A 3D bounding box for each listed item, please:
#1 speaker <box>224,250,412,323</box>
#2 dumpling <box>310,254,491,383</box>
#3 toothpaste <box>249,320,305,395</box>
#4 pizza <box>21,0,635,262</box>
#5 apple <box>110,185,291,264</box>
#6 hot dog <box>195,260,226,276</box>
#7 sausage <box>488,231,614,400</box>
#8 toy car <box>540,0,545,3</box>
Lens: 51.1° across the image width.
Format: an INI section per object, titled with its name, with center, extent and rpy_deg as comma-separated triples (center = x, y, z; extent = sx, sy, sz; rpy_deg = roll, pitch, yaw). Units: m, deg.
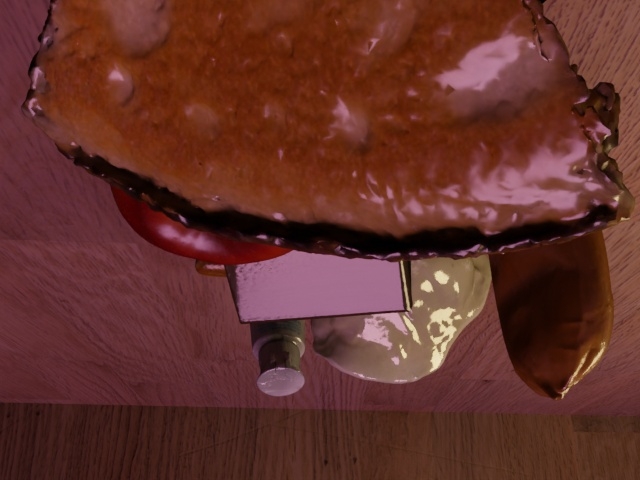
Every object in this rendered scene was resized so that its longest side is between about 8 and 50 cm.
[speaker]
center = 0.000, 0.000, 0.894
extent = 0.231, 0.153, 0.192
rpy_deg = -6, 120, 10
[dumpling]
center = 0.130, 0.098, 1.057
extent = 0.318, 0.243, 0.187
rpy_deg = -5, 159, 0
[toothpaste]
center = -0.067, 0.091, 1.008
extent = 0.114, 0.299, 0.073
rpy_deg = 6, 130, -12
[pizza]
center = -0.049, -0.131, 0.475
extent = 0.392, 0.435, 0.080
rpy_deg = -27, -173, 29
[apple]
center = -0.100, -0.098, 0.696
extent = 0.260, 0.216, 0.260
rpy_deg = 5, 152, 2
[hot dog]
center = -0.070, 0.041, 1.153
extent = 0.286, 0.061, 0.088
rpy_deg = 7, 156, -15
[sausage]
center = 0.243, 0.003, 0.729
extent = 0.116, 0.354, 0.134
rpy_deg = 17, 149, -28
[toy car]
center = 0.106, -0.169, 0.601
extent = 0.118, 0.193, 0.301
rpy_deg = 44, 161, 13
